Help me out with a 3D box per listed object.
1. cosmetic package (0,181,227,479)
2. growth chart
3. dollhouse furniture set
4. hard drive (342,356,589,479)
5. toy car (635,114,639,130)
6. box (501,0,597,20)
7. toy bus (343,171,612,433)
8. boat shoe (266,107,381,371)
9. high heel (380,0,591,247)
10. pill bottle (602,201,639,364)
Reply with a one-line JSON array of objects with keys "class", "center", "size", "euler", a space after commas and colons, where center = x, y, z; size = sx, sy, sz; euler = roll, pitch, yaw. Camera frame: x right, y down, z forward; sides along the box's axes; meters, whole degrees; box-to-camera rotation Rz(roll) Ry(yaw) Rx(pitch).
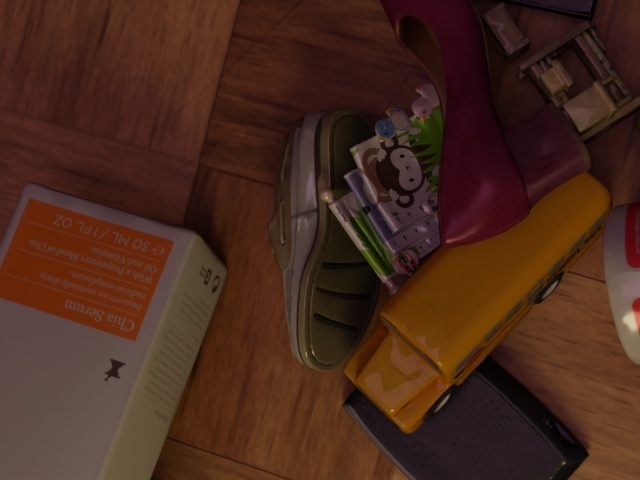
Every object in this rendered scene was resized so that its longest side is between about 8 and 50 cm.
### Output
[{"class": "cosmetic package", "center": [-0.302, 0.186, 1.741], "size": [0.230, 0.161, 0.453], "euler": [16, 76, 16]}, {"class": "growth chart", "center": [0.114, -0.070, 1.704], "size": [0.237, 0.021, 0.172], "euler": [-40, 88, -15]}, {"class": "dollhouse furniture set", "center": [0.267, -0.206, 1.627], "size": [0.101, 0.161, 0.182], "euler": [-33, 83, 1]}, {"class": "hard drive", "center": [0.159, 0.219, 1.729], "size": [0.254, 0.054, 0.172], "euler": [41, 102, 12]}, {"class": "toy car", "center": [0.422, -0.135, 1.574], "size": [0.155, 0.188, 0.149], "euler": [35, 100, 13]}, {"class": "box", "center": [0.239, -0.359, 1.700], "size": [0.184, 0.045, 0.191], "euler": [16, 96, 17]}, {"class": "toy bus", "center": [0.171, 0.054, 1.653], "size": [0.108, 0.130, 0.333], "euler": [43, 82, 16]}, {"class": "boat shoe", "center": [0.000, 0.000, 1.749], "size": [0.103, 0.113, 0.302], "euler": [-1, 79, 49]}, {"class": "high heel", "center": [0.114, -0.162, 1.636], "size": [0.181, 0.127, 0.377], "euler": [-31, 54, -9]}, {"class": "pill bottle", "center": [0.466, 0.025, 1.557], "size": [0.318, 0.176, 0.176], "euler": [-9, 88, 23]}]
